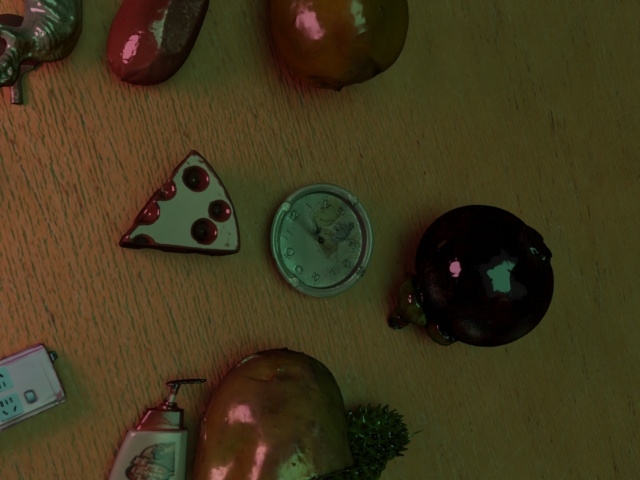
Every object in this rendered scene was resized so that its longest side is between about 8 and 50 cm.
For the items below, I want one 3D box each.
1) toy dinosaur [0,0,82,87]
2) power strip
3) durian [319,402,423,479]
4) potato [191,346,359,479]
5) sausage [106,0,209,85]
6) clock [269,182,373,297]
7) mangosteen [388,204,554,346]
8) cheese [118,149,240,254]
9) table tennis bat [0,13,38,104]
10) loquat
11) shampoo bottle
[{"bbox_3d":[-0.468,-0.423,1.009,0.205,0.092,0.393,52,52,-17],"label":"toy dinosaur"},{"bbox_3d":[-0.559,0.267,0.955,0.279,0.037,0.109,-23,96,-25],"label":"power strip"},{"bbox_3d":[0.050,0.483,1.197,0.355,0.157,0.169,-52,146,-10],"label":"durian"},{"bbox_3d":[-0.099,0.320,1.074,0.288,0.301,0.237,7,65,-52],"label":"potato"},{"bbox_3d":[-0.286,-0.398,1.066,0.148,0.148,0.254,19,81,-23],"label":"sausage"},{"bbox_3d":[0.000,0.000,1.226,0.236,0.053,0.236,0,89,-24],"label":"clock"},{"bbox_3d":[0.318,0.089,1.278,0.306,0.359,0.306,31,42,-33],"label":"mangosteen"},{"bbox_3d":[-0.251,-0.068,1.078,0.202,0.128,0.177,7,82,-21],"label":"cheese"},{"bbox_3d":[-0.527,-0.312,1.017,0.087,0.013,0.156,-5,88,-29],"label":"table tennis bat"},{"bbox_3d":[0.026,-0.437,1.140,0.276,0.276,0.284,-32,116,-23],"label":"loquat"},{"bbox_3d":[-0.286,0.381,1.055,0.153,0.071,0.284,15,80,-10],"label":"shampoo bottle"}]
